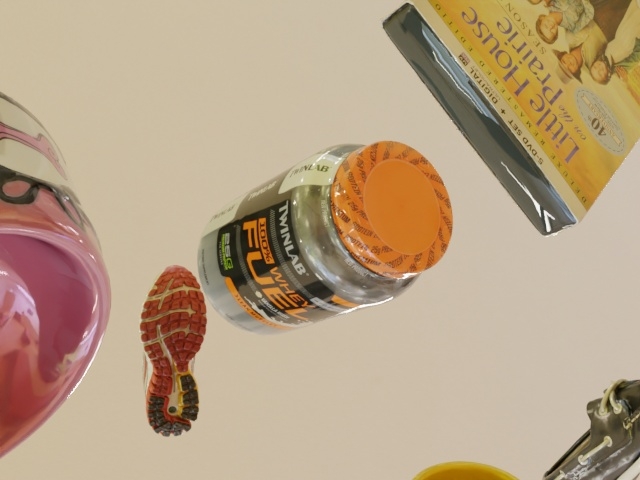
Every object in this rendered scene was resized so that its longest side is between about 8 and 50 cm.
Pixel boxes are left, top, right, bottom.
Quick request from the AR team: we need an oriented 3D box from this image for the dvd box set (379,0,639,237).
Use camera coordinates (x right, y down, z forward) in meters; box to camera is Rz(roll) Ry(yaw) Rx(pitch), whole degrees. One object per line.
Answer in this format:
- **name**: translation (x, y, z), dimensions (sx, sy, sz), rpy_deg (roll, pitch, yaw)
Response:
- **dvd box set**: translation (0.286, -0.243, 1.075), dimensions (0.307, 0.062, 0.420), rpy_deg (51, -127, -8)

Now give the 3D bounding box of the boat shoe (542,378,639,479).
- **boat shoe**: translation (0.142, 0.088, 0.420), dimensions (0.038, 0.125, 0.046), rpy_deg (36, -132, 22)

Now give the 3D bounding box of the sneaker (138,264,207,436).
- **sneaker**: translation (-0.205, 0.141, 1.188), dimensions (0.088, 0.093, 0.225), rpy_deg (3, -77, -19)

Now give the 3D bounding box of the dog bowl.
- **dog bowl**: translation (-0.356, 0.071, 0.739), dimensions (0.408, 0.408, 0.150), rpy_deg (-29, -121, -31)

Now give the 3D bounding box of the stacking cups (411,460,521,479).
- **stacking cups**: translation (0.098, 0.327, 0.690), dimensions (0.096, 0.096, 0.316), rpy_deg (-10, -64, -31)

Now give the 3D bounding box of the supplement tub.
- **supplement tub**: translation (0.000, 0.000, 0.657), dimensions (0.117, 0.190, 0.117), rpy_deg (12, -111, -32)
